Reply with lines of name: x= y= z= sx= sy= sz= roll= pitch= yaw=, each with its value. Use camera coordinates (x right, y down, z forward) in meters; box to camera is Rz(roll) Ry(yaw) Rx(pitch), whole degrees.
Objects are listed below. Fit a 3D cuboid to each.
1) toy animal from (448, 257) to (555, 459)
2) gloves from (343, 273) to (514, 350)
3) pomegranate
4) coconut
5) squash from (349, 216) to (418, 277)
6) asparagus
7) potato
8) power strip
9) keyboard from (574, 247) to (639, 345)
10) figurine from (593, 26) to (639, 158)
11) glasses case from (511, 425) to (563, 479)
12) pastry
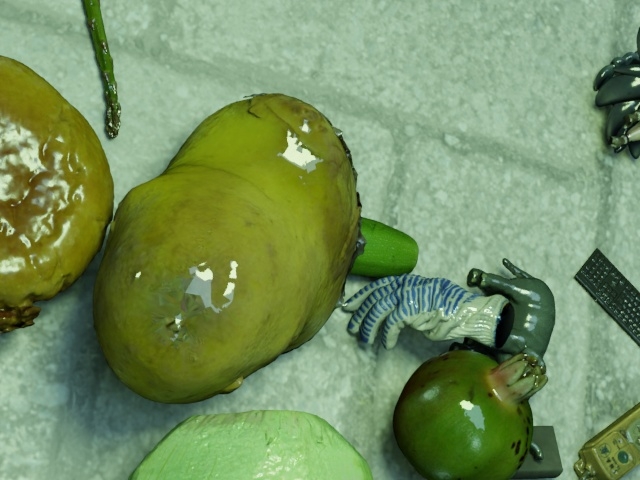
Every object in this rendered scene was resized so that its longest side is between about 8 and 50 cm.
toy animal: x=0.245 y=0.148 z=1.785 sx=0.137 sy=0.082 sz=0.269 roll=14 pitch=66 yaw=-14
gloves: x=0.135 y=0.091 z=1.716 sx=0.119 sy=0.229 sz=0.097 roll=-5 pitch=93 yaw=-67
pomegranate: x=0.193 y=0.209 z=1.646 sx=0.180 sy=0.210 sz=0.180 roll=28 pitch=40 yaw=-27
coconut: x=-0.078 y=0.357 z=1.494 sx=0.328 sy=0.281 sz=0.328 roll=2 pitch=70 yaw=-6
squash: x=0.000 y=-0.001 z=1.739 sx=0.292 sy=0.082 sz=0.082 roll=9 pitch=72 yaw=-19
asparagus: x=-0.285 y=-0.248 z=1.733 sx=0.025 sy=0.024 sz=0.248 roll=-17 pitch=78 yaw=19
potato: x=-0.093 y=0.013 z=1.532 sx=0.290 sy=0.296 sz=0.397 roll=44 pitch=87 yaw=-3
power strip: x=0.466 y=0.252 z=1.867 sx=0.305 sy=0.044 sz=0.064 roll=-30 pitch=88 yaw=-25
keyboard: x=0.448 y=0.103 z=1.922 sx=0.202 sy=0.011 sz=0.067 roll=46 pitch=63 yaw=-4
figurine: x=0.518 y=-0.213 z=1.958 sx=0.265 sy=0.175 sz=0.197 roll=8 pitch=67 yaw=-27
glasses case: x=0.226 y=0.281 z=1.767 sx=0.191 sy=0.042 sz=0.072 roll=2 pitch=64 yaw=-21
pastry: x=-0.408 y=-0.063 z=1.556 sx=0.356 sy=0.164 sz=0.356 roll=6 pitch=70 yaw=-18
